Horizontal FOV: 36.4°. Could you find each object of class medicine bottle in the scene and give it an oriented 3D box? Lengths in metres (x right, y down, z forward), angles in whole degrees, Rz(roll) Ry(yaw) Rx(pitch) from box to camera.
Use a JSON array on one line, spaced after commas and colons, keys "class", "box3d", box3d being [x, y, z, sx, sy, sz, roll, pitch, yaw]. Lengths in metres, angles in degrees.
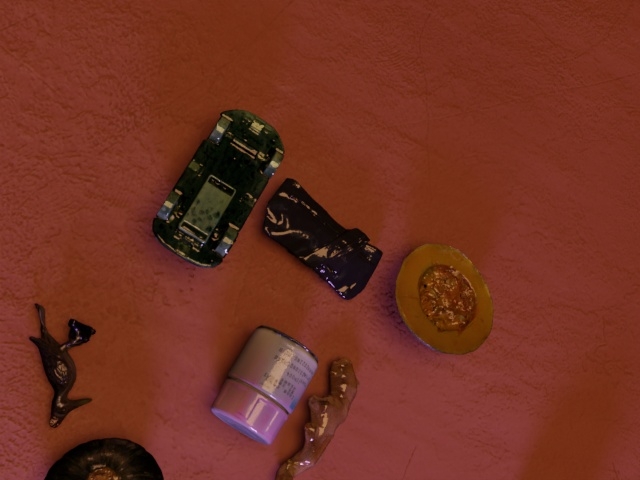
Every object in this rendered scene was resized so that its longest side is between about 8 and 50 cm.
[{"class": "medicine bottle", "box3d": [-0.097, 0.249, 1.674, 0.135, 0.135, 0.168, 36, 71, -13]}]

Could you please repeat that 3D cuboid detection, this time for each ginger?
[{"class": "ginger", "box3d": [-0.008, 0.337, 1.729, 0.089, 0.075, 0.288, 48, 62, -33]}]

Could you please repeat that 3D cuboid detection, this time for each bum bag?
[{"class": "bum bag", "box3d": [0.000, 0.000, 1.789, 0.248, 0.060, 0.123, 39, 72, -13]}]

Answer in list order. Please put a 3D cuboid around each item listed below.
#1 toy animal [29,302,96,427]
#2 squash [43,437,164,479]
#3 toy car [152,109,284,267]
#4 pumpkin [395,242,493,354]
[{"class": "toy animal", "box3d": [-0.427, 0.205, 1.602, 0.105, 0.070, 0.203, 1, 84, -8]}, {"class": "squash", "box3d": [-0.345, 0.406, 1.548, 0.193, 0.156, 0.193, 0, 75, -1]}, {"class": "toy car", "box3d": [-0.181, -0.085, 1.698, 0.136, 0.125, 0.306, 32, 61, -9]}, {"class": "pumpkin", "box3d": [0.218, 0.121, 1.838, 0.217, 0.110, 0.217, 8, 67, -19]}]
